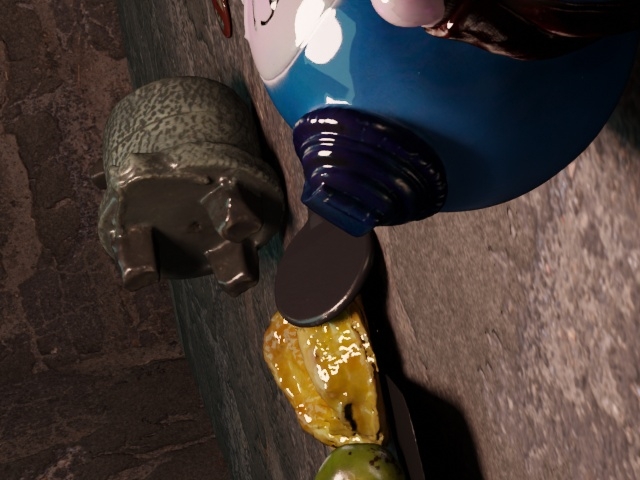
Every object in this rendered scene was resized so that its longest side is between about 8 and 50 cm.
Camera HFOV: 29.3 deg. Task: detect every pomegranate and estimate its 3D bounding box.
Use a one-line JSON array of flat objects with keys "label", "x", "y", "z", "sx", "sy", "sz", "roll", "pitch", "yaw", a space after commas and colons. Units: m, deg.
[{"label": "pomegranate", "x": 0.043, "y": 0.288, "z": 1.387, "sx": 0.142, "sy": 0.115, "sz": 0.114, "roll": 17, "pitch": -123, "yaw": -80}]

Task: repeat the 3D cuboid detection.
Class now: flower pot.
[{"label": "flower pot", "x": -0.212, "y": -0.075, "z": 1.841, "sx": 0.299, "sy": 0.299, "sz": 0.282, "roll": 94, "pitch": 165, "yaw": -55}]

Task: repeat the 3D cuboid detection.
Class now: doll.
[{"label": "doll", "x": 0.078, "y": -0.146, "z": 0.669, "sx": 0.284, "sy": 0.240, "sz": 0.310, "roll": -66, "pitch": 12, "yaw": -26}]

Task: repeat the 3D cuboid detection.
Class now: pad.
[{"label": "pad", "x": 0.122, "y": 0.233, "z": 1.364, "sx": 0.375, "sy": 0.063, "sz": 0.315, "roll": -167, "pitch": 63, "yaw": -87}]

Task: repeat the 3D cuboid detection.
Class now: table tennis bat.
[{"label": "table tennis bat", "x": 0.000, "y": 0.000, "z": 1.453, "sx": 0.027, "sy": 0.150, "sz": 0.236, "roll": 35, "pitch": -145, "yaw": -36}, {"label": "table tennis bat", "x": -0.160, "y": -0.390, "z": 1.924, "sx": 0.098, "sy": 0.019, "sz": 0.154, "roll": -118, "pitch": 15, "yaw": -47}]

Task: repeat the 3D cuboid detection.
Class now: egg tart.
[{"label": "egg tart", "x": 0.004, "y": 0.150, "z": 1.518, "sx": 0.297, "sy": 0.132, "sz": 0.297, "roll": 166, "pitch": 90, "yaw": -79}]
